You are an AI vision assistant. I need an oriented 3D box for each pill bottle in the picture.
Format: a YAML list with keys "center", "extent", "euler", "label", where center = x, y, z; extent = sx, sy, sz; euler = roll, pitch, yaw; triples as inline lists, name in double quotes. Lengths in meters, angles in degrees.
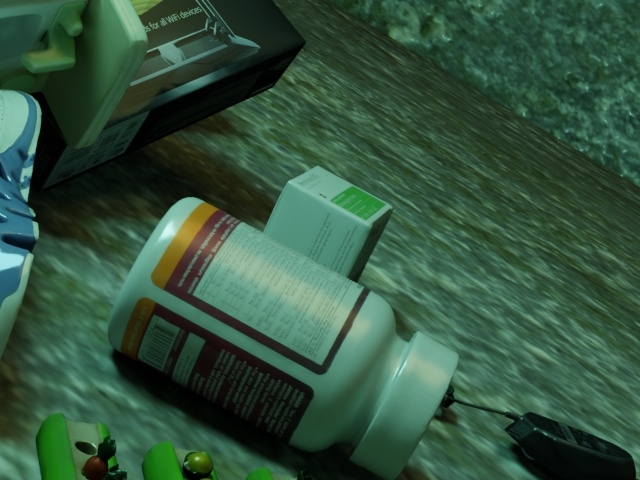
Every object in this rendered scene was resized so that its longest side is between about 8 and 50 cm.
- center: [-0.025, 0.070, 0.903]
  extent: [0.221, 0.121, 0.121]
  euler: [28, 16, 3]
  label: "pill bottle"

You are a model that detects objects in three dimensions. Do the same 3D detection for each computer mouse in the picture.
- center: [0.143, 0.155, 1.074]
  extent: [0.242, 0.041, 0.071]
  euler: [21, 8, 2]
  label: "computer mouse"

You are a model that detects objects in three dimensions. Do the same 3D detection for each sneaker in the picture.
- center: [-0.283, -0.042, 0.830]
  extent: [0.182, 0.127, 0.315]
  euler: [22, 19, -24]
  label: "sneaker"

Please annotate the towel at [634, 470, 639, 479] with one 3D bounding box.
- center: [0.315, 0.223, 1.171]
  extent: [0.060, 0.009, 0.083]
  euler: [37, 20, 28]
  label: "towel"

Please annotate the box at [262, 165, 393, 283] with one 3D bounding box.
- center: [0.000, 0.000, 1.189]
  extent: [0.087, 0.102, 0.101]
  euler: [28, 17, 8]
  label: "box"

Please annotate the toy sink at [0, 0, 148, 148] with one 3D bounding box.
- center: [-0.257, -0.191, 1.001]
  extent: [0.131, 0.153, 0.234]
  euler: [-16, 71, -37]
  label: "toy sink"

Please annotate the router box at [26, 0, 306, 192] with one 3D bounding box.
- center: [-0.200, -0.208, 1.206]
  extent: [0.309, 0.081, 0.243]
  euler: [-30, 78, -42]
  label: "router box"

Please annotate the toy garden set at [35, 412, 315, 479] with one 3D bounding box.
- center: [-0.024, 0.174, 0.716]
  extent: [0.244, 0.049, 0.204]
  euler: [20, 18, -25]
  label: "toy garden set"
